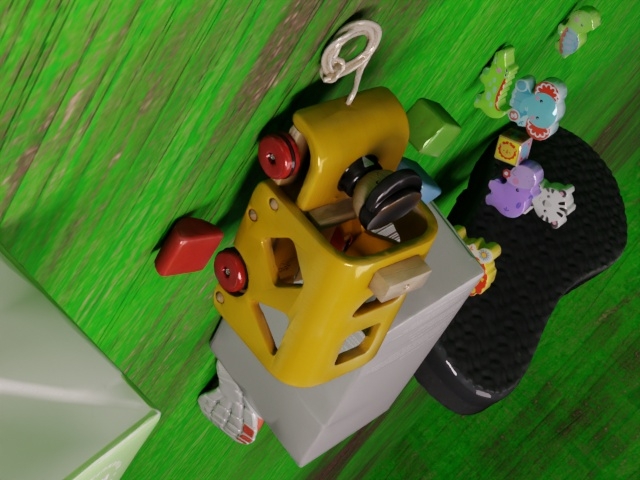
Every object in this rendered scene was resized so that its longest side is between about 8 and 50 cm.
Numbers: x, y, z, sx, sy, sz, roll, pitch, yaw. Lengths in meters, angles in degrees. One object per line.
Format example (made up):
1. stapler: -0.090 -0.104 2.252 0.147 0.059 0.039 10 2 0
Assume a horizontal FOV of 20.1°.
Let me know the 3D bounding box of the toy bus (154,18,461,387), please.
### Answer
1. toy bus: 0.017 -0.004 1.078 0.191 0.104 0.202 -43 156 3

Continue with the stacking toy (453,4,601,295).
1. stacking toy: 0.176 -0.079 1.522 0.167 0.052 0.221 -34 142 -51

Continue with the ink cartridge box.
1. ink cartridge box: -0.232 0.183 0.852 0.207 0.119 0.353 -37 167 -43

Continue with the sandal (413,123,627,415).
1. sandal: 0.161 0.016 1.679 0.107 0.167 0.446 -33 -174 37

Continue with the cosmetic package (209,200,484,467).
1. cosmetic package: 0.012 0.052 1.299 0.107 0.127 0.238 -31 165 -26

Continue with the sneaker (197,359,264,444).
1. sneaker: -0.056 0.119 1.513 0.065 0.061 0.158 -48 173 -30
